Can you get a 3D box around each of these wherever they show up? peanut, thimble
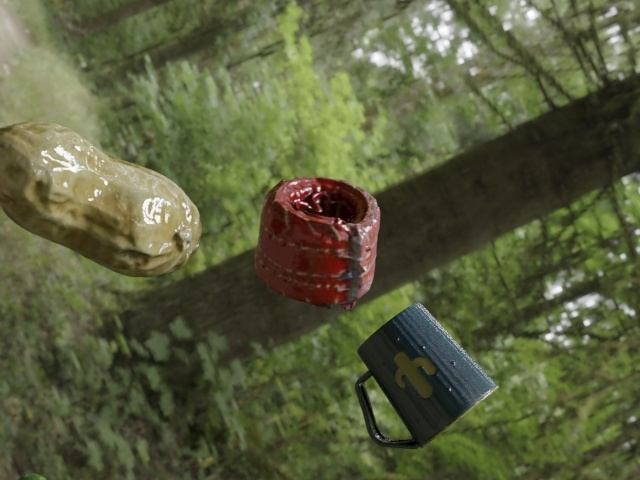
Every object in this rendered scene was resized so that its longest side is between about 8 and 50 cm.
[{"bbox_3d":[-0.278,-0.047,1.291,0.153,0.140,0.325,34,2,43],"label":"peanut"},{"bbox_3d":[-0.004,-0.003,1.434,0.189,0.163,0.125,-104,-159,-64],"label":"thimble"}]

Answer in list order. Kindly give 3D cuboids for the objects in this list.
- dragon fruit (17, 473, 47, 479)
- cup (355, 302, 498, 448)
[{"bbox_3d":[-0.308,0.373,1.092,0.295,0.268,0.130,-92,180,-62],"label":"dragon fruit"},{"bbox_3d":[0.121,0.186,1.397,0.155,0.176,0.131,53,11,12],"label":"cup"}]
